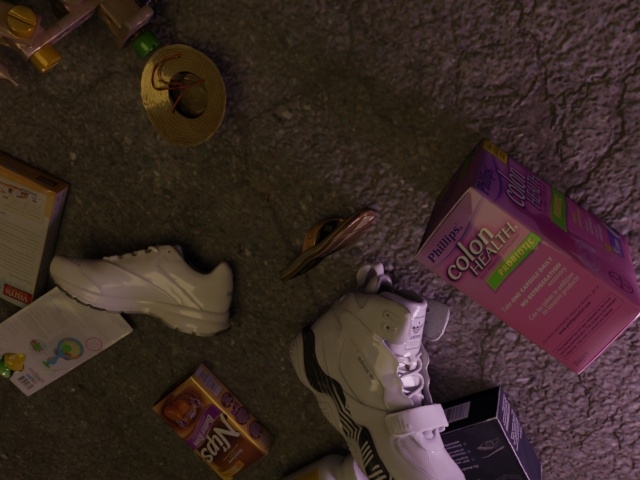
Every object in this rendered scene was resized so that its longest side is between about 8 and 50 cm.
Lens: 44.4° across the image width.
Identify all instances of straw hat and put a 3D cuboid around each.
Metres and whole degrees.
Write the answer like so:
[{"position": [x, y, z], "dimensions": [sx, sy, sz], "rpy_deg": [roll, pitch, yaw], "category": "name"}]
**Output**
[{"position": [-0.180, -0.206, 1.109], "dimensions": [0.144, 0.061, 0.145], "rpy_deg": [4, 101, 23], "category": "straw hat"}]

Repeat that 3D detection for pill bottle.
[{"position": [0.006, 0.416, 1.294], "dimensions": [0.184, 0.103, 0.103], "rpy_deg": [-33, 100, 25], "category": "pill bottle"}]

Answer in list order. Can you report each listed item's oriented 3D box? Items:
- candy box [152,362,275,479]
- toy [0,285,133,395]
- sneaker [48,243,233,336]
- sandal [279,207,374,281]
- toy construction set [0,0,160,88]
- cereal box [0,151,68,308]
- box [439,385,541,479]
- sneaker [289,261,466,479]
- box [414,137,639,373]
[{"position": [-0.181, 0.310, 1.332], "dimensions": [0.109, 0.053, 0.187], "rpy_deg": [-40, 98, 25], "category": "candy box"}, {"position": [-0.450, 0.153, 1.331], "dimensions": [0.237, 0.056, 0.137], "rpy_deg": [-33, 112, 9], "category": "toy"}, {"position": [-0.274, 0.059, 1.229], "dimensions": [0.296, 0.111, 0.130], "rpy_deg": [13, 93, -3], "category": "sneaker"}, {"position": [0.000, 0.000, 1.149], "dimensions": [0.180, 0.072, 0.049], "rpy_deg": [-36, 77, 30], "category": "sandal"}, {"position": [-0.363, -0.294, 1.057], "dimensions": [0.237, 0.257, 0.308], "rpy_deg": [45, 138, -19], "category": "toy construction set"}, {"position": [-0.521, -0.019, 1.291], "dimensions": [0.172, 0.047, 0.240], "rpy_deg": [25, 117, 4], "category": "cereal box"}, {"position": [0.234, 0.329, 1.198], "dimensions": [0.155, 0.093, 0.158], "rpy_deg": [-23, 103, 24], "category": "box"}, {"position": [0.118, 0.204, 1.097], "dimensions": [0.366, 0.137, 0.210], "rpy_deg": [48, 116, 29], "category": "sneaker"}, {"position": [0.262, 0.009, 0.989], "dimensions": [0.243, 0.213, 0.117], "rpy_deg": [35, 117, 0], "category": "box"}]
